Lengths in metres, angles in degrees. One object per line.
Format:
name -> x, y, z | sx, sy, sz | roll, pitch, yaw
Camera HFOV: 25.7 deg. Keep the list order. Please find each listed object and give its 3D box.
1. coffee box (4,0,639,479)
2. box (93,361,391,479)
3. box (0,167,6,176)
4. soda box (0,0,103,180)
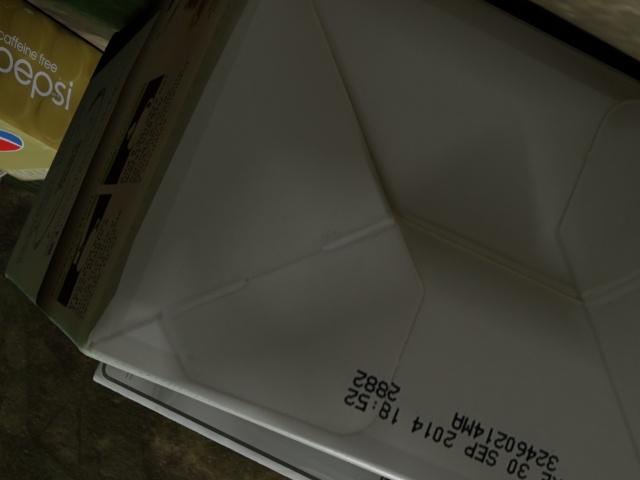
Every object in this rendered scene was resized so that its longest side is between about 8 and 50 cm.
coffee box -> 0.000, 0.000, 0.473 | 0.168, 0.119, 0.297 | 24, 175, -16
box -> 0.030, 0.071, 0.839 | 0.289, 0.169, 0.087 | 23, 173, 24
box -> -0.198, -0.071, 0.740 | 0.094, 0.027, 0.137 | 49, -166, -6
soda box -> -0.168, -0.085, 0.641 | 0.058, 0.061, 0.181 | 0, 163, 30
